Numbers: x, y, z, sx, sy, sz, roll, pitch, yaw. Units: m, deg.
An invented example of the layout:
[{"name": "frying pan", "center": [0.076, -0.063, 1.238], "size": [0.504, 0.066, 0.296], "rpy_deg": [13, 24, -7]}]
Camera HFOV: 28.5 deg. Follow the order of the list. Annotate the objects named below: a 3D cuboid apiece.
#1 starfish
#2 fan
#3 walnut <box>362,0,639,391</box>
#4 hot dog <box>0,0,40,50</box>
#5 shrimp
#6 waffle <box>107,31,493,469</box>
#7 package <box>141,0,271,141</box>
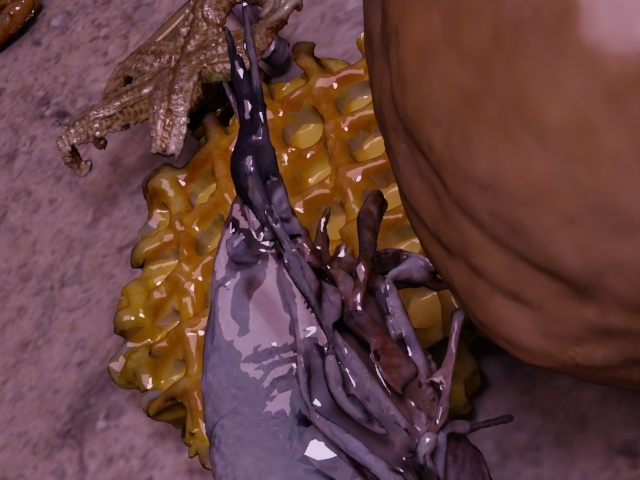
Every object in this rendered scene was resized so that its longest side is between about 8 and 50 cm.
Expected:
[{"name": "starfish", "center": [-0.096, -0.117, 0.845], "size": [0.210, 0.053, 0.150], "rpy_deg": [-20, 50, 35]}, {"name": "fan", "center": [-0.075, -0.209, 0.989], "size": [0.057, 0.023, 0.282], "rpy_deg": [-42, 40, 5]}, {"name": "walnut", "center": [0.167, -0.086, 0.520], "size": [0.306, 0.306, 0.343], "rpy_deg": [-22, 45, 26]}, {"name": "hot dog", "center": [-0.316, -0.194, 1.166], "size": [0.144, 0.038, 0.062], "rpy_deg": [-30, 48, 22]}, {"name": "shrimp", "center": [0.010, 0.052, 0.581], "size": [0.145, 0.116, 0.343], "rpy_deg": [-15, 88, 9]}, {"name": "waffle", "center": [0.009, 0.000, 0.744], "size": [0.329, 0.062, 0.329], "rpy_deg": [-20, 49, 25]}, {"name": "package", "center": [-0.080, -0.117, 0.913], "size": [0.071, 0.047, 0.131], "rpy_deg": [-43, 45, 2]}]
